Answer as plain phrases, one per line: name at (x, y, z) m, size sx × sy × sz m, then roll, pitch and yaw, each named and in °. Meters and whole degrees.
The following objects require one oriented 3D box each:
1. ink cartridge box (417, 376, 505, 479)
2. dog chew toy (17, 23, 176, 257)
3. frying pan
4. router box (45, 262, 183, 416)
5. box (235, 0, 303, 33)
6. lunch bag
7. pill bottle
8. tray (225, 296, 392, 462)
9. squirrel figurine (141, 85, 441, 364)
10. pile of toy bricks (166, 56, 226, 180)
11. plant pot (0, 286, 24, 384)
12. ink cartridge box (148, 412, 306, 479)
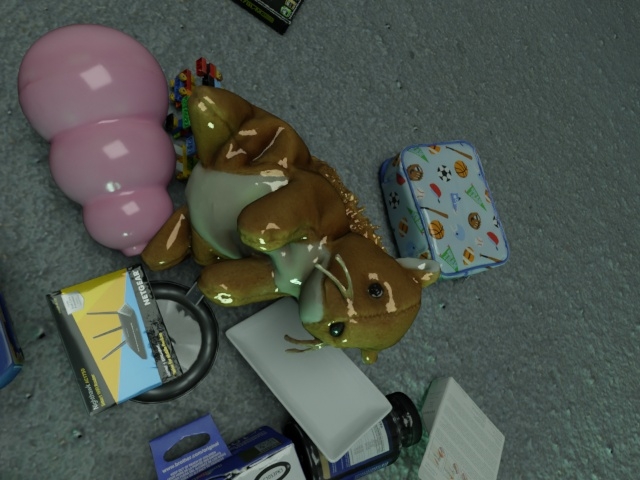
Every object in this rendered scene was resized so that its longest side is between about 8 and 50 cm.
ink cartridge box at (0.252, 0.398, 0.855) m, size 0.181 × 0.056 × 0.225 m, roll 49°, pitch 45°, yaw -7°
dog chew toy at (-0.314, -0.139, 0.696) m, size 0.206 × 0.206 × 0.332 m, roll -16°, pitch 93°, yaw -26°
frying pan at (-0.208, 0.129, 0.759) m, size 0.326 × 0.053 × 0.197 m, roll -31°, pitch 91°, yaw -23°
router box at (-0.295, 0.140, 0.669) m, size 0.133 × 0.046 × 0.179 m, roll -21°, pitch 86°, yaw -22°
box at (-0.112, -0.558, 0.963) m, size 0.184 × 0.045 × 0.191 m, roll 31°, pitch 67°, yaw -17°
lunch bag at (0.269, -0.058, 0.978) m, size 0.243 × 0.115 × 0.303 m, roll -10°, pitch 81°, yaw -28°
pill bottle at (0.059, 0.335, 0.784) m, size 0.219 × 0.123 × 0.123 m, roll -9°, pitch 81°, yaw -26°
tray at (-0.024, 0.218, 0.762) m, size 0.145 × 0.030 × 0.270 m, roll -26°, pitch 59°, yaw -37°
squirrel figurine at (0.000, 0.000, 0.703) m, size 0.370 × 0.281 × 0.397 m, roll 34°, pitch 19°, yaw 18°
pile of toy bricks at (-0.199, -0.208, 0.820) m, size 0.105 × 0.118 × 0.212 m, roll 22°, pitch 56°, yaw -52°
plant pot at (-0.493, 0.108, 0.537) m, size 0.212 × 0.236 × 0.236 m, roll -17°, pitch 85°, yaw -32°
ink cartridge box at (-0.128, 0.461, 0.655) m, size 0.270 × 0.151 × 0.396 m, roll -19°, pitch 88°, yaw -26°
